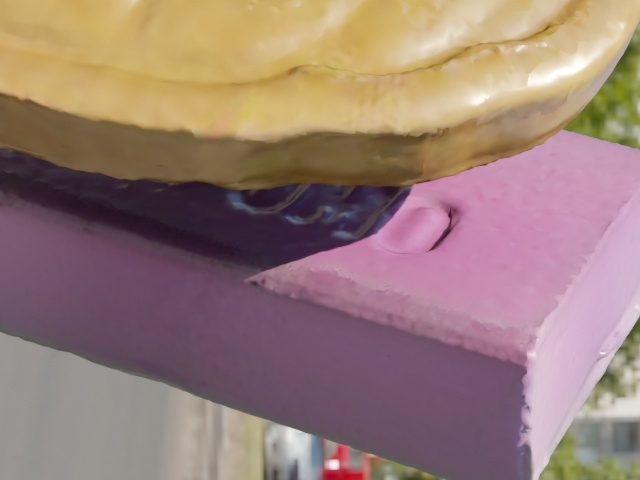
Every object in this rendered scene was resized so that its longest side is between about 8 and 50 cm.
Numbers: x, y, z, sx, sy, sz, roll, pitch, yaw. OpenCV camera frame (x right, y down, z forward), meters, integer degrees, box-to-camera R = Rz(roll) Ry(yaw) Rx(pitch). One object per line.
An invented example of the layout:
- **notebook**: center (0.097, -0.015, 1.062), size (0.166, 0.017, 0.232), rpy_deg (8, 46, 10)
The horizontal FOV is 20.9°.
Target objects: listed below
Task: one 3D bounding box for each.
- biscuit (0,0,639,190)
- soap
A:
- **biscuit**: center (-0.054, -0.167, 0.699), size (0.062, 0.385, 0.365), rpy_deg (96, 6, -47)
- **soap**: center (0.000, -0.002, 0.732), size (0.181, 0.259, 0.081), rpy_deg (-45, 145, -51)
